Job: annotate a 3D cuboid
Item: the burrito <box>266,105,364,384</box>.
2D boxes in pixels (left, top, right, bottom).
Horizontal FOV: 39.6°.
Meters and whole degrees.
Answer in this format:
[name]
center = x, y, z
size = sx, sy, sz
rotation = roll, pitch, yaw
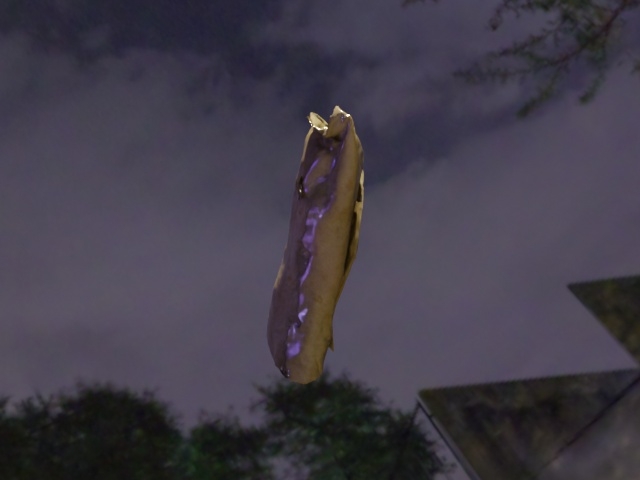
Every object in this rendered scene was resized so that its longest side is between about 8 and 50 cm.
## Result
[burrito]
center = 0.000, 0.000, 0.747
size = 0.060, 0.087, 0.225
rotation = 8, -81, -12
